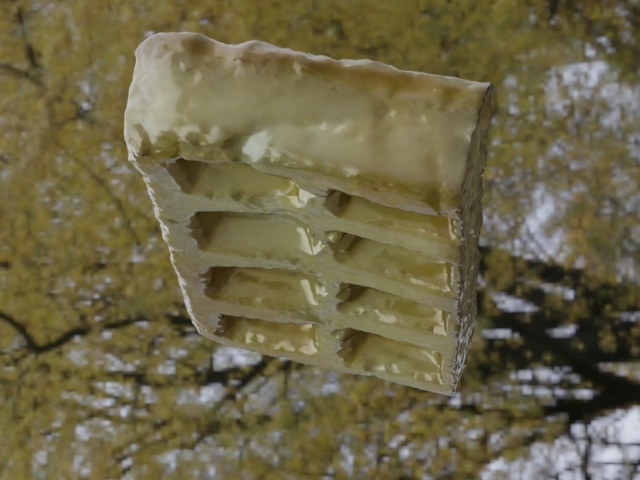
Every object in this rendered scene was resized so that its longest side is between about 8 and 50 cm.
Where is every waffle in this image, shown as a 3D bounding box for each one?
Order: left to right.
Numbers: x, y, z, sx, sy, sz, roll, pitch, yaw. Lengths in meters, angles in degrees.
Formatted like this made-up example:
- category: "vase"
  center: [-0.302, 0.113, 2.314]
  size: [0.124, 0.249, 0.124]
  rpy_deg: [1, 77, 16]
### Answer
- category: "waffle"
  center: [0.000, 0.000, 0.657]
  size: [0.274, 0.168, 0.057]
  rpy_deg: [82, -160, -63]
